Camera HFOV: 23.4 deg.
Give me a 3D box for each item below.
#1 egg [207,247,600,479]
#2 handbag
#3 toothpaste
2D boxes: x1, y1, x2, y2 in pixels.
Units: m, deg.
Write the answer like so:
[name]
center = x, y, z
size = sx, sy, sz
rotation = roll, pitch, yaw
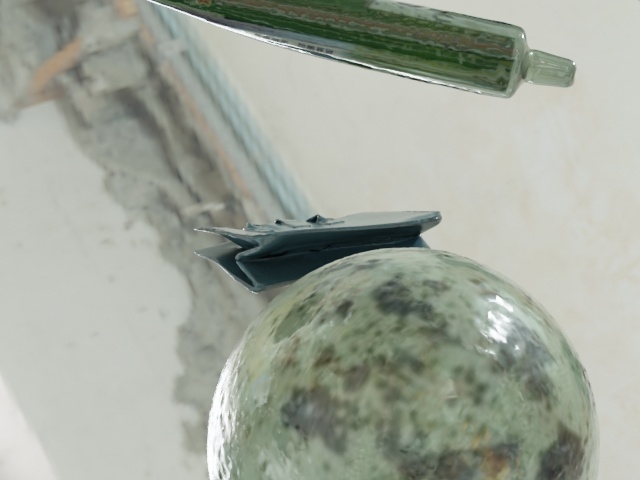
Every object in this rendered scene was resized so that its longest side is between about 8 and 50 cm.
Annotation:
[egg]
center = 0.028, 0.067, 0.516
size = 0.132, 0.132, 0.172
rotation = 60, -11, 12
[handbag]
center = 0.000, 0.000, 1.535
size = 0.144, 0.221, 0.057
rotation = 18, -68, 59
[toothpaste]
center = 0.016, -0.171, 1.245
size = 0.099, 0.392, 0.061
rotation = -87, -172, -81
